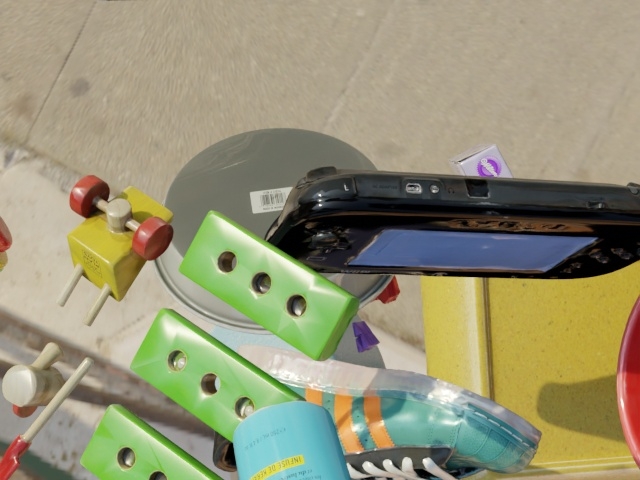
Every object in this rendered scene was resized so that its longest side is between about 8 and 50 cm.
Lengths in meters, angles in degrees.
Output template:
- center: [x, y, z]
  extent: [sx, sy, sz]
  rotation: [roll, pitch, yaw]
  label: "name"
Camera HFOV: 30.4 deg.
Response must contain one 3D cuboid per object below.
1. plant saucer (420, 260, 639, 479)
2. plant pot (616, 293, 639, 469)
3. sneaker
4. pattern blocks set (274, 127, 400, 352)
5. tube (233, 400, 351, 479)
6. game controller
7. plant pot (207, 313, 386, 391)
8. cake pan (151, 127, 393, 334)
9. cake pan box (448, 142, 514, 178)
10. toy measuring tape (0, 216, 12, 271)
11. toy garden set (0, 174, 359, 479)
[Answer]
- center: [0.280, 0.122, 1.254]
  extent: [0.333, 0.081, 0.332]
  rotation: [-5, 96, 1]
  label: "plant saucer"
- center: [0.441, 0.128, 1.039]
  extent: [0.243, 0.275, 0.274]
  rotation: [13, 104, -40]
  label: "plant pot"
- center: [0.037, 0.172, 0.991]
  extent: [0.108, 0.302, 0.121]
  rotation: [39, 64, -49]
  label: "sneaker"
- center: [0.000, 0.000, 1.565]
  extent: [0.026, 0.285, 0.324]
  rotation: [-20, 63, -22]
  label: "pattern blocks set"
- center: [0.003, 0.173, 0.542]
  extent: [0.080, 0.207, 0.052]
  rotation: [-34, 138, 19]
  label: "tube"
- center: [0.117, -0.004, 0.929]
  extent: [0.319, 0.166, 0.067]
  rotation: [3, 64, -15]
  label: "game controller"
- center: [-0.032, 0.226, 1.889]
  extent: [0.248, 0.247, 0.252]
  rotation: [-47, 68, 14]
  label: "plant pot"
- center: [-0.049, -0.024, 1.327]
  extent: [0.293, 0.293, 0.054]
  rotation: [-8, 138, -5]
  label: "cake pan"
- center: [0.273, -0.023, 1.727]
  extent: [0.070, 0.267, 0.245]
  rotation: [-26, 92, 5]
  label: "cake pan box"
- center: [-0.527, -0.038, 1.727]
  extent: [0.121, 0.330, 0.121]
  rotation: [-18, 142, -15]
  label: "toy measuring tape"
- center: [-0.109, 0.094, 0.736]
  extent: [0.204, 0.049, 0.244]
  rotation: [31, 97, 24]
  label: "toy garden set"
